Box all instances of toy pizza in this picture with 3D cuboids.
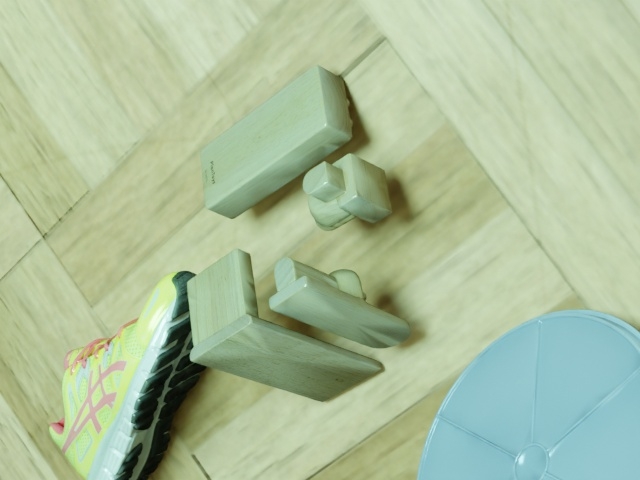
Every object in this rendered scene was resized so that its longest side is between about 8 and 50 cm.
[{"bbox_3d":[0.135,0.138,0.805,0.201,0.032,0.201,-33,44,38],"label":"toy pizza"}]

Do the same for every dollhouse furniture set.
[{"bbox_3d":[0.000,0.000,0.905,0.144,0.123,0.151,-33,51,33],"label":"dollhouse furniture set"}]

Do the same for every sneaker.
[{"bbox_3d":[-0.147,0.097,0.987,0.094,0.081,0.208,38,120,19],"label":"sneaker"}]
